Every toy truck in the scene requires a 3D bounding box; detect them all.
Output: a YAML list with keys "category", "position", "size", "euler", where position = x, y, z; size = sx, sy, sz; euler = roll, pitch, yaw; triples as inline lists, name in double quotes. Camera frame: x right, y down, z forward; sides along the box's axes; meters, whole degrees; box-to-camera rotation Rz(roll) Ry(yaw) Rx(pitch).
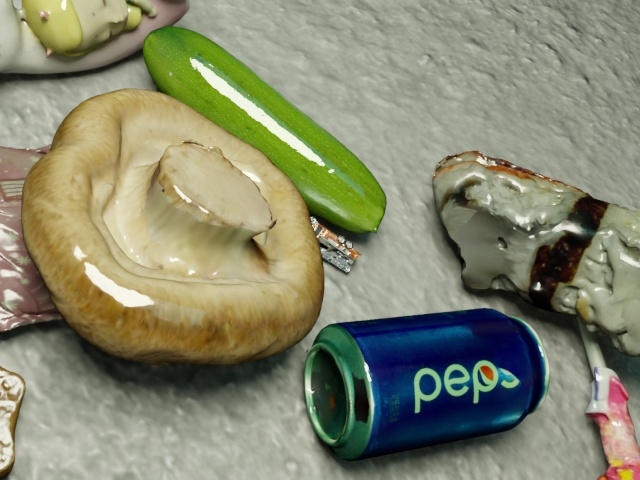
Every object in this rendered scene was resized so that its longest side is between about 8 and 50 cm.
- category: "toy truck"
  position: [0.000, 0.000, 0.762]
  size: [0.083, 0.024, 0.032]
  euler: [35, 83, -6]

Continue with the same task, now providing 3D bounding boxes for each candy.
- category: "candy"
  position: [0.295, 0.171, 0.766]
  size: [0.124, 0.124, 0.365]
  euler: [12, 49, -18]

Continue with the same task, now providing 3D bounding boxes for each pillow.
- category: "pillow"
  position: [-0.246, -0.010, 0.644]
  size: [0.118, 0.043, 0.184]
  euler: [-7, 66, -42]

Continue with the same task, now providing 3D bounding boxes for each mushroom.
- category: "mushroom"
  position: [-0.118, -0.012, 0.632]
  size: [0.278, 0.146, 0.278]
  euler: [23, 41, -21]

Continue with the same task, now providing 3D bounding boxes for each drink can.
- category: "drink can"
  position: [0.094, 0.122, 0.677]
  size: [0.205, 0.118, 0.118]
  euler: [-4, 64, -25]

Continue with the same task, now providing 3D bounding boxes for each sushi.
- category: "sushi"
  position: [0.253, 0.016, 0.777]
  size: [0.332, 0.124, 0.130]
  euler: [23, 39, 15]

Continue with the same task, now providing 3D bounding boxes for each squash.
- category: "squash"
  position: [-0.054, -0.107, 0.764]
  size: [0.292, 0.082, 0.082]
  euler: [38, 54, -4]

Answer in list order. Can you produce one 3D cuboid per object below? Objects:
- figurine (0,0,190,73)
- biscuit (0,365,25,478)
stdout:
- category: "figurine"
  position: [-0.269, -0.236, 0.637]
  size: [0.206, 0.284, 0.316]
  euler: [44, 65, 6]
- category: "biscuit"
  position: [-0.304, 0.130, 0.542]
  size: [0.182, 0.034, 0.215]
  euler: [33, 52, -5]
